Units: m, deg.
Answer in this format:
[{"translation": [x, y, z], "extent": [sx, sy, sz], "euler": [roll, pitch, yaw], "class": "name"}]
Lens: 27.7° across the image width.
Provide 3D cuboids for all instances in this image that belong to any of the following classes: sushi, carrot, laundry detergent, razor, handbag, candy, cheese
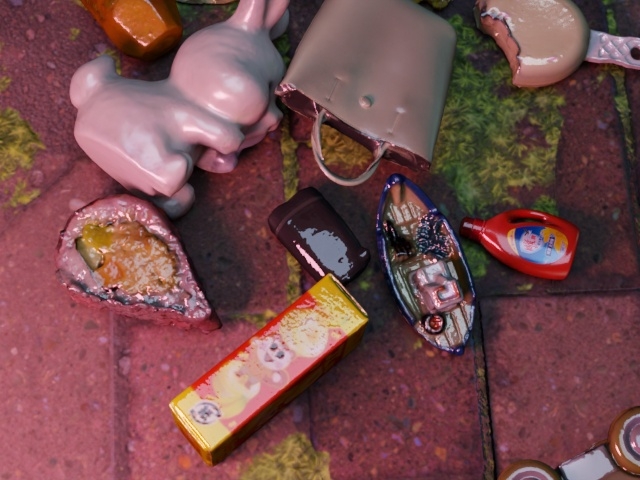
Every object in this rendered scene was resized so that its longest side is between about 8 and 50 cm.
[{"translation": [-0.237, 0.027, 1.770], "extent": [0.241, 0.107, 0.161], "euler": [11, 73, 7], "class": "sushi"}, {"translation": [-0.317, -0.396, 1.910], "extent": [0.114, 0.114, 0.302], "euler": [-36, 76, -13], "class": "carrot"}, {"translation": [0.279, -0.005, 1.838], "extent": [0.165, 0.049, 0.097], "euler": [17, 65, 4], "class": "laundry detergent"}, {"translation": [0.000, 0.000, 1.820], "extent": [0.090, 0.054, 0.148], "euler": [-38, 76, -10], "class": "razor"}, {"translation": [0.070, -0.213, 1.809], "extent": [0.241, 0.109, 0.315], "euler": [27, 52, -9], "class": "handbag"}, {"translation": [-0.066, 0.173, 1.714], "extent": [0.276, 0.146, 0.088], "euler": [-39, 77, -12], "class": "candy"}, {"translation": [0.360, -0.313, 1.932], "extent": [0.248, 0.071, 0.163], "euler": [-10, 73, -5], "class": "cheese"}]

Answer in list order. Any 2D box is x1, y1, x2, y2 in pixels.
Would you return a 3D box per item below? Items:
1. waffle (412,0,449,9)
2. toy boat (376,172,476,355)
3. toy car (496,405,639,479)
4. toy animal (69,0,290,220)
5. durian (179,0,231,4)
[{"translation": [0.166, -0.444, 1.979], "extent": [0.148, 0.051, 0.194], "euler": [10, 71, 2], "class": "waffle"}, {"translation": [0.145, 0.032, 1.784], "extent": [0.114, 0.115, 0.262], "euler": [-19, 73, -9], "class": "toy boat"}, {"translation": [0.351, 0.361, 1.618], "extent": [0.336, 0.242, 0.226], "euler": [-22, 71, -8], "class": "toy car"}, {"translation": [-0.168, -0.223, 1.807], "extent": [0.367, 0.196, 0.241], "euler": [-41, 86, -11], "class": "toy animal"}, {"translation": [-0.173, -0.392, 1.945], "extent": [0.130, 0.052, 0.066], "euler": [0, 74, -3], "class": "durian"}]
